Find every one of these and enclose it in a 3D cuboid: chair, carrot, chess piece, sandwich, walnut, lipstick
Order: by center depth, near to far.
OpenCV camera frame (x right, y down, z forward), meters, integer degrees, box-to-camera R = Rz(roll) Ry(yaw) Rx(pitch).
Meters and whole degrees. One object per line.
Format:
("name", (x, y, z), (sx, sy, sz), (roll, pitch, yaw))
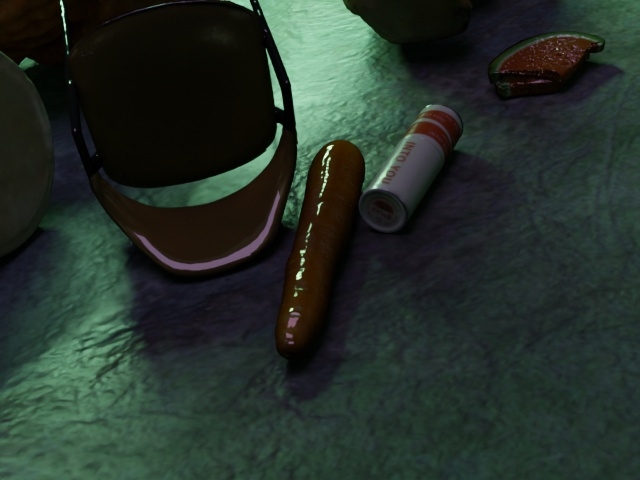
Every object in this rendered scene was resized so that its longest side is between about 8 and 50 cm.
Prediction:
("carrot", (0.000, 0.000, 0.829), (0.043, 0.043, 0.248), (-4, 34, 13))
("lipstick", (0.069, -0.056, 0.894), (0.038, 0.038, 0.131), (4, 35, 25))
("chair", (-0.106, -0.099, 0.923), (0.158, 0.172, 0.247), (-14, 24, -5))
("chess piece", (-0.375, -0.068, 0.972), (0.299, 0.167, 0.167), (1, 33, 32))
("sandwich", (0.188, -0.148, 1.019), (0.069, 0.026, 0.101), (24, 49, 38))
("walnut", (0.079, -0.295, 1.143), (0.141, 0.204, 0.238), (-19, 17, 33))

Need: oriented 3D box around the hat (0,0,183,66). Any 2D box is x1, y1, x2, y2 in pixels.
("hat", (-0.322, -0.270, 1.130), (0.285, 0.285, 0.400), (17, 34, 39))
